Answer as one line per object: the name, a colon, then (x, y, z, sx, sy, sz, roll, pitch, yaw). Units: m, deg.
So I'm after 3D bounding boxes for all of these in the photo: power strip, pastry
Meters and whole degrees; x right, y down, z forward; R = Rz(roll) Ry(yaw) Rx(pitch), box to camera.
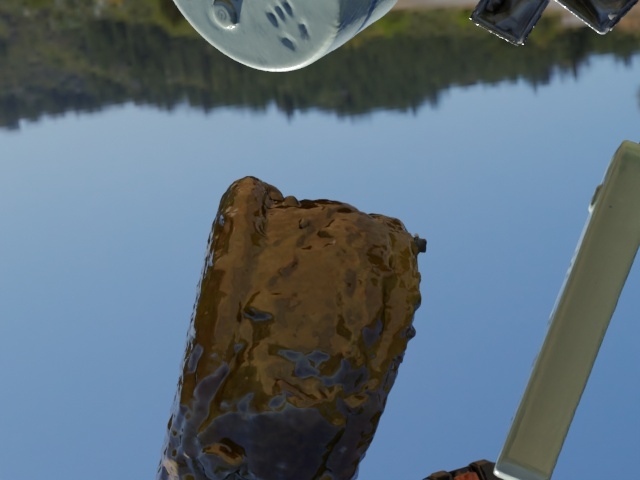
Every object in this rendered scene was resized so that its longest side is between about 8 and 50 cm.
power strip: (-0.053, -0.399, 1.818, 0.357, 0.358, 0.161, 2, -150, 44)
pastry: (-0.023, 0.084, 0.924, 0.132, 0.235, 0.240, 12, 174, -4)
power strip: (0.267, 0.066, 1.477, 0.062, 0.385, 0.091, 21, 173, 7)

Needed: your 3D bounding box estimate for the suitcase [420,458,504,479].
suitcase: (0.045, 0.319, 1.585, 0.285, 0.066, 0.206, -9, 160, -31)

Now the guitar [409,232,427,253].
guitar: (0.000, 0.000, 1.528, 0.233, 0.088, 0.025, 3, 180, 24)

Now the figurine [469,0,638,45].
figurine: (0.292, -0.356, 1.704, 0.308, 0.143, 0.309, -1, -135, 1)
